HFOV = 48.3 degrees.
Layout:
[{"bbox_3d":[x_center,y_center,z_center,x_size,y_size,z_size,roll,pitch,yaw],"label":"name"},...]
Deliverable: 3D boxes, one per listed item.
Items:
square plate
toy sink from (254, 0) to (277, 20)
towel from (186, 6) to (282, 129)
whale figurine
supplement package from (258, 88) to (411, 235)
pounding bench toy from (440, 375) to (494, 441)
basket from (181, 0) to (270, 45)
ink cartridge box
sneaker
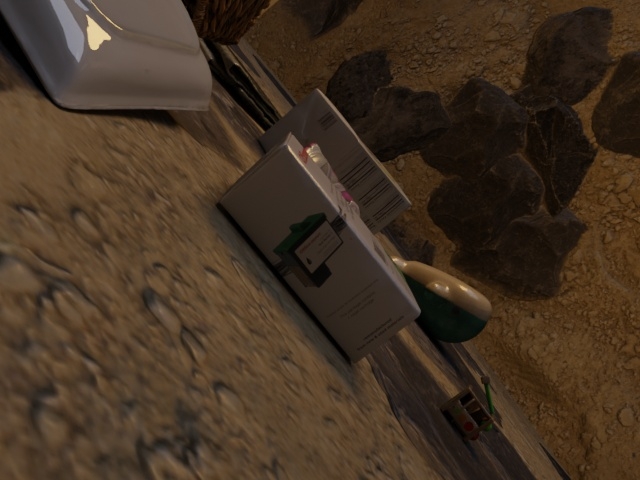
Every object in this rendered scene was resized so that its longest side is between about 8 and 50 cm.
[{"bbox_3d":[-0.217,-0.277,0.630,0.347,0.049,0.344,62,12,-5],"label":"square plate"},{"bbox_3d":[-0.239,-0.657,1.882,0.153,0.234,0.131,56,8,23],"label":"toy sink"},{"bbox_3d":[-0.186,-0.360,1.566,0.324,0.056,0.312,55,5,38],"label":"towel"},{"bbox_3d":[0.248,0.133,1.621,0.272,0.141,0.216,28,3,11],"label":"whale figurine"},{"bbox_3d":[0.026,-0.125,1.301,0.203,0.149,0.194,43,12,-45],"label":"supplement package"},{"bbox_3d":[0.228,0.243,1.033,0.065,0.083,0.052,53,7,14],"label":"pounding bench toy"},{"bbox_3d":[-0.252,-0.505,1.260,0.299,0.213,0.223,55,26,17],"label":"basket"},{"bbox_3d":[0.000,0.000,0.772,0.219,0.092,0.160,50,7,-9],"label":"ink cartridge box"},{"bbox_3d":[0.000,-0.046,0.956,0.111,0.103,0.252,52,8,16],"label":"sneaker"}]
